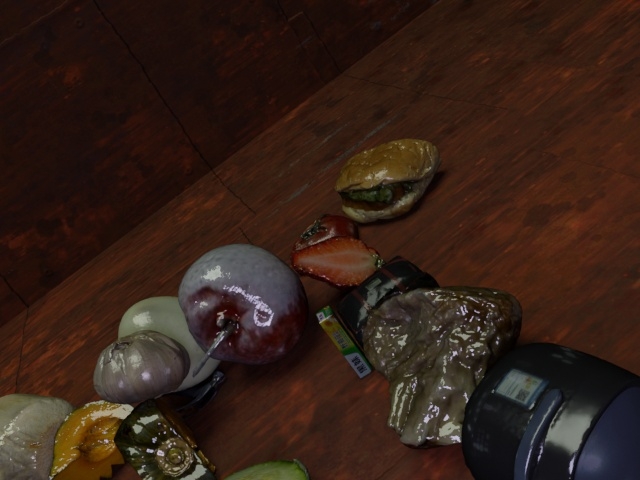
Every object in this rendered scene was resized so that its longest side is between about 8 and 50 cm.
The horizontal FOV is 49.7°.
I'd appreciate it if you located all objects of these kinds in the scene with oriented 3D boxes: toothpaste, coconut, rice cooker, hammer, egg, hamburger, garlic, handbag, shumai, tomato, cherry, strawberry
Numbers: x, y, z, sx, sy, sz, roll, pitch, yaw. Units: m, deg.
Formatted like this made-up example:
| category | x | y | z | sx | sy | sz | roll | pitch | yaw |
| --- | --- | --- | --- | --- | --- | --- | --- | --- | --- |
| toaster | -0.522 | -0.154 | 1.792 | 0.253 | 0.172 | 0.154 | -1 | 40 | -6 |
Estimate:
| category | x | y | z | sx | sy | sz | roll | pitch | yaw |
| --- | --- | --- | --- | --- | --- | --- | --- | --- | --- |
| toothpaste | 0.052 | 0.217 | 1.470 | 0.037 | 0.178 | 0.043 | -34 | 26 | 1 |
| coconut | -0.772 | 0.539 | 1.796 | 0.329 | 0.329 | 0.329 | -27 | 27 | 15 |
| rice cooker | 0.332 | 0.280 | 0.959 | 0.267 | 0.267 | 0.224 | -45 | 27 | -20 |
| hammer | -0.383 | 0.402 | 1.836 | 0.290 | 0.037 | 0.137 | -7 | 36 | 44 |
| egg | -0.390 | 0.245 | 1.787 | 0.286 | 0.174 | 0.264 | 5 | 50 | 8 |
| hamburger | 0.183 | -0.161 | 1.986 | 0.330 | 0.162 | 0.209 | -18 | 28 | 21 |
| garlic | -0.418 | 0.289 | 1.597 | 0.228 | 0.152 | 0.228 | -13 | 1 | 0 |
| handbag | 0.149 | 0.141 | 1.514 | 0.215 | 0.155 | 0.169 | -39 | 17 | -6 |
| shumai | 0.227 | 0.237 | 1.258 | 0.346 | 0.217 | 0.283 | -27 | 57 | 39 |
| tomato | -0.001 | -0.002 | 2.006 | 0.228 | 0.101 | 0.228 | -30 | 26 | 16 |
| cherry | -0.196 | 0.150 | 1.723 | 0.291 | 0.326 | 0.335 | -64 | 25 | 18 |
| strawberry | 0.050 | 0.074 | 1.761 | 0.236 | 0.107 | 0.175 | 18 | 47 | 12 |

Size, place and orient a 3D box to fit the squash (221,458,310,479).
| category | x | y | z | sx | sy | sz | roll | pitch | yaw |
| --- | --- | --- | --- | --- | --- | --- | --- | --- | --- |
| squash | -0.120 | 0.467 | 1.221 | 0.233 | 0.210 | 0.309 | -20 | 30 | -2 |

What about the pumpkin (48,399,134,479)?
| category | x | y | z | sx | sy | sz | roll | pitch | yaw |
| --- | --- | --- | --- | --- | --- | --- | --- | --- | --- |
| pumpkin | -0.576 | 0.514 | 1.723 | 0.149 | 0.130 | 0.254 | 26 | 51 | 35 |

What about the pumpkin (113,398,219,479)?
| category | x | y | z | sx | sy | sz | roll | pitch | yaw |
| --- | --- | --- | --- | --- | --- | --- | --- | --- | --- |
| pumpkin | -0.342 | 0.497 | 1.575 | 0.139 | 0.190 | 0.280 | -41 | 69 | -13 |
